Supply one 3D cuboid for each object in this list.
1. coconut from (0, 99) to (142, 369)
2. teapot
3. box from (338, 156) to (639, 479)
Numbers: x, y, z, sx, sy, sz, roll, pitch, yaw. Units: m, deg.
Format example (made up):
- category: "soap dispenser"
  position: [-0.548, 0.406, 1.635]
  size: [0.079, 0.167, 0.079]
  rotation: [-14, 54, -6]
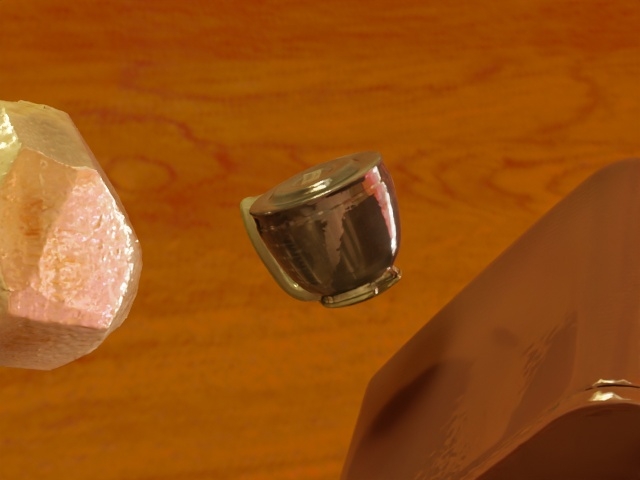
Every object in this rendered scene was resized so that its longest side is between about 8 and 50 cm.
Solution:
- category: "coconut"
  position: [-0.267, -0.004, 1.388]
  size: [0.237, 0.197, 0.236]
  rotation: [-12, 106, -44]
- category: "teapot"
  position: [0.008, -0.003, 1.073]
  size: [0.092, 0.124, 0.090]
  rotation: [-24, 102, -8]
- category: "box"
  position: [0.168, 0.148, 1.021]
  size: [0.239, 0.229, 0.339]
  rotation: [32, 130, -14]
